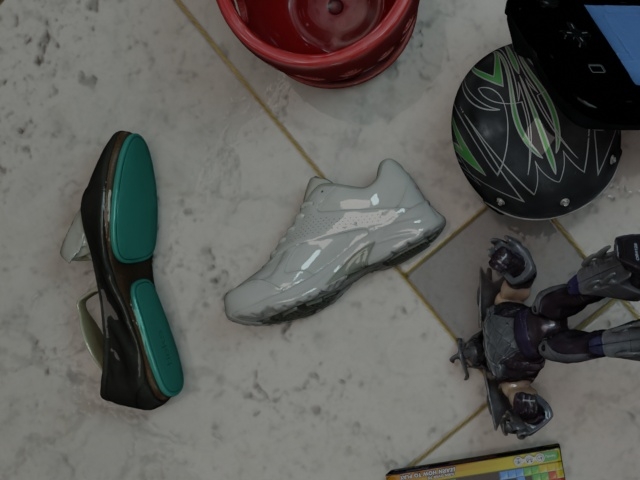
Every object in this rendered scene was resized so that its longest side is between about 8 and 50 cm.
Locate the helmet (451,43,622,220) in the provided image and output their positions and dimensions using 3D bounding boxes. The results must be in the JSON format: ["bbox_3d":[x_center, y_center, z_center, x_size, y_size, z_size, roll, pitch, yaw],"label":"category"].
[{"bbox_3d":[0.199,-0.101,1.194,0.169,0.161,0.170,-1,87,10],"label":"helmet"}]

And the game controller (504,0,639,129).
[{"bbox_3d":[0.315,-0.161,1.133,0.319,0.067,0.166,-4,44,-27],"label":"game controller"}]

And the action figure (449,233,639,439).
[{"bbox_3d":[0.206,0.077,1.161,0.099,0.285,0.185,-5,77,-35],"label":"action figure"}]

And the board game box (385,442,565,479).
[{"bbox_3d":[0.158,0.278,1.239,0.170,0.048,0.141,-11,84,9],"label":"board game box"}]

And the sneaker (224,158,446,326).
[{"bbox_3d":[0.000,0.000,1.271,0.232,0.090,0.115,-28,76,-2],"label":"sneaker"}]

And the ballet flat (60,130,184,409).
[{"bbox_3d":[-0.209,0.033,1.296,0.096,0.095,0.281,-10,85,21],"label":"ballet flat"}]

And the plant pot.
[{"bbox_3d":[0.008,-0.241,1.229,0.191,0.174,0.191,-1,87,10],"label":"plant pot"}]
